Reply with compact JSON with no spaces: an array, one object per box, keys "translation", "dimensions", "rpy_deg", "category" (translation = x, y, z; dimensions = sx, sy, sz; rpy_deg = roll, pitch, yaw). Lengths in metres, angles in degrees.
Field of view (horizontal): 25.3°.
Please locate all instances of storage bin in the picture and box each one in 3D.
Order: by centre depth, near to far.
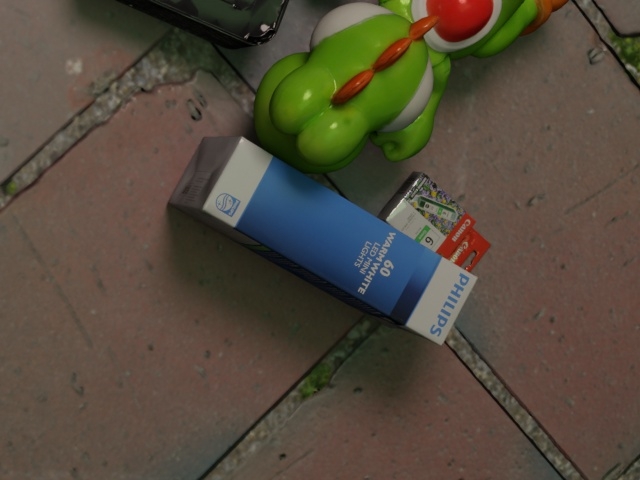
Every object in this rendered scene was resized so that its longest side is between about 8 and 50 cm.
[{"translation":[-0.115,-0.258,1.278],"dimensions":[0.180,0.084,0.122],"rpy_deg":[22,87,-20],"category":"storage bin"}]

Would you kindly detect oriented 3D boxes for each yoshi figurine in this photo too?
[{"translation":[0.062,-0.181,1.307],"dimensions":[0.362,0.203,0.203],"rpy_deg":[-42,151,-33],"category":"yoshi figurine"}]

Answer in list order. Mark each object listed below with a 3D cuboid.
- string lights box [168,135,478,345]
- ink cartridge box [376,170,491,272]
[{"translation":[0.000,0.000,1.312],"dimensions":[0.260,0.133,0.076],"rpy_deg":[30,84,-19],"category":"string lights box"},{"translation":[0.117,-0.008,1.408],"dimensions":[0.115,0.029,0.063],"rpy_deg":[41,81,-17],"category":"ink cartridge box"}]
